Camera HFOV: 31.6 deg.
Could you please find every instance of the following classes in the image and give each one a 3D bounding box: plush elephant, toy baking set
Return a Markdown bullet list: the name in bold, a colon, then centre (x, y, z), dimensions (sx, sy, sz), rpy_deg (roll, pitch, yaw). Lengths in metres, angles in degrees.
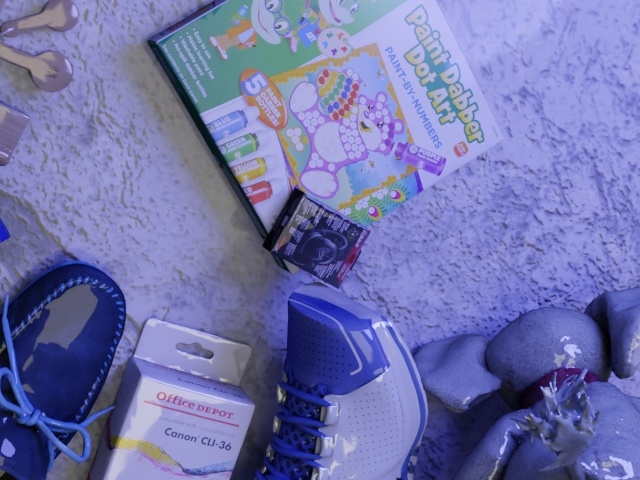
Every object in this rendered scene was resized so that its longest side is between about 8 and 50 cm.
- **plush elephant**: centre (0.229, 0.181, 1.077), dimensions (0.272, 0.255, 0.330), rpy_deg (-8, 126, 9)
- **toy baking set**: centre (-0.320, -0.185, 0.941), dimensions (0.197, 0.030, 0.256), rpy_deg (-41, 110, -9)

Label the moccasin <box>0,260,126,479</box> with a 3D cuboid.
- **moccasin**: centre (-0.269, 0.181, 0.978), dimensions (0.138, 0.117, 0.342), rpy_deg (30, 90, -21)

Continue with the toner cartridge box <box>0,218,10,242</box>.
- **toner cartridge box**: centre (-0.388, -0.114, 0.827), dimensions (0.165, 0.075, 0.348), rpy_deg (-30, 81, -12)

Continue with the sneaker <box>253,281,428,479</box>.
- **sneaker**: centre (-0.007, 0.214, 1.015), dimensions (0.182, 0.127, 0.315), rpy_deg (-25, 122, -34)

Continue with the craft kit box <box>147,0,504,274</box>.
- **craft kit box**: centre (0.011, -0.137, 1.040), dimensions (0.247, 0.061, 0.250), rpy_deg (-34, 109, -11)

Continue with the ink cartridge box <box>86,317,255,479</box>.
- **ink cartridge box**: centre (-0.137, 0.183, 1.047), dimensions (0.115, 0.067, 0.198), rpy_deg (18, 94, -20)

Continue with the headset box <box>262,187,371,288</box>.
- **headset box**: centre (0.000, 0.000, 1.017), dimensions (0.083, 0.032, 0.062), rpy_deg (28, 92, -22)
